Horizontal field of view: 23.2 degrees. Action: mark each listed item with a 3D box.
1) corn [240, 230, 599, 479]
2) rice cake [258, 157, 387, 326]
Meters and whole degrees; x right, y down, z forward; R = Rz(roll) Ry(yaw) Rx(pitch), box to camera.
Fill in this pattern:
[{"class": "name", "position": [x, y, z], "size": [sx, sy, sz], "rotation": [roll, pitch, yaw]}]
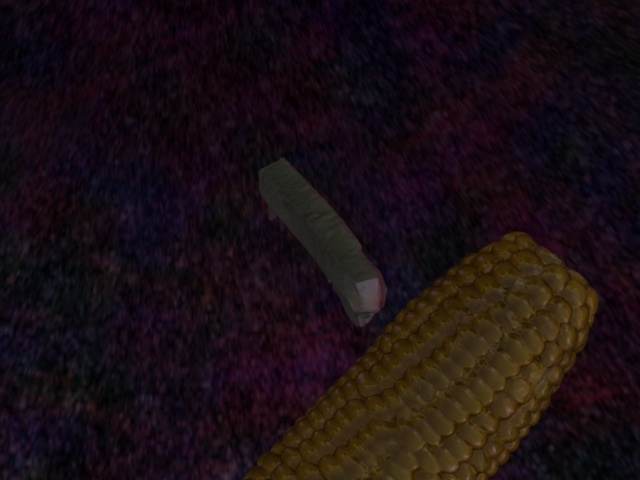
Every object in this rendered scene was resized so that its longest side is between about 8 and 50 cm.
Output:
[{"class": "corn", "position": [0.026, 0.126, 0.810], "size": [0.106, 0.106, 0.305], "rotation": [42, 93, -16]}, {"class": "rice cake", "position": [0.001, -0.002, 1.727], "size": [0.051, 0.290, 0.081], "rotation": [-12, 122, -20]}]
